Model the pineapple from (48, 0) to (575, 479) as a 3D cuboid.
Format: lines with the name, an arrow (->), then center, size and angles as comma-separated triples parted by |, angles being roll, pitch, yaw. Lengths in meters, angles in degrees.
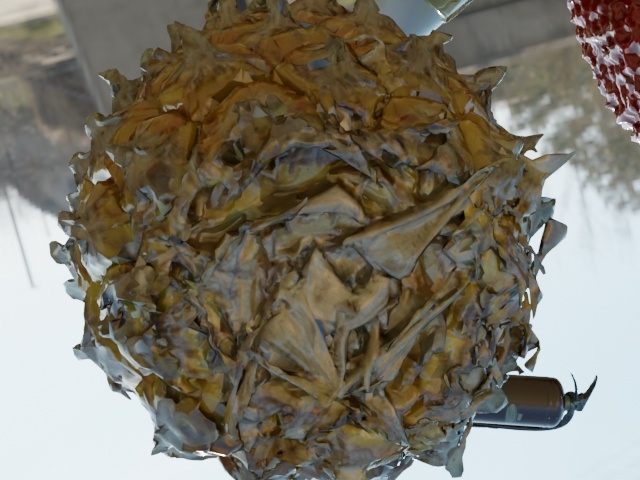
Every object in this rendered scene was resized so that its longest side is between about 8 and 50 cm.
pineapple -> -0.002, 0.002, 0.878 | 0.352, 0.352, 0.300 | -15, -162, -3

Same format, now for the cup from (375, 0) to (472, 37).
cup -> 0.125, -0.319, 1.340 | 0.226, 0.185, 0.241 | -46, 167, 10

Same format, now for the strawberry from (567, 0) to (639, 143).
strawberry -> 0.400, -0.194, 1.323 | 0.312, 0.267, 0.351 | -9, -154, -29

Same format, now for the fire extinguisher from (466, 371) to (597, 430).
fire extinguisher -> 0.147, 0.133, 1.108 | 0.158, 0.064, 0.043 | 4, -150, 1
